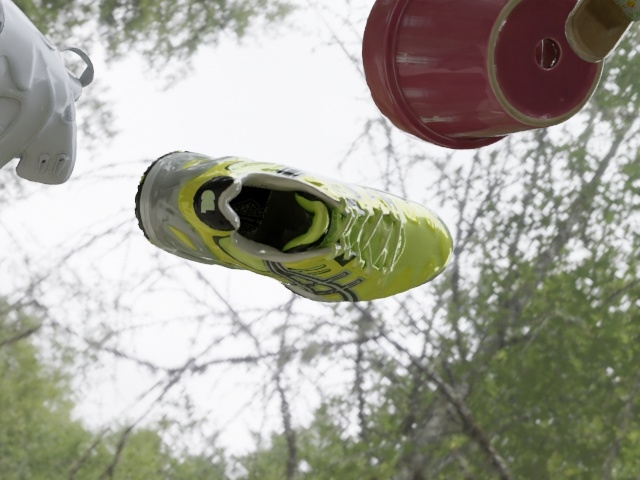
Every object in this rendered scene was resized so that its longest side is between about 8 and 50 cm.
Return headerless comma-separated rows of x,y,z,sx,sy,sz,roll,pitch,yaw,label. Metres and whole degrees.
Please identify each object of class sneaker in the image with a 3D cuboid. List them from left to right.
-0.368,-0.074,0.994,0.137,0.366,0.210,33,1,39,sneaker
0.000,0.000,1.090,0.147,0.384,0.145,12,-87,56,sneaker

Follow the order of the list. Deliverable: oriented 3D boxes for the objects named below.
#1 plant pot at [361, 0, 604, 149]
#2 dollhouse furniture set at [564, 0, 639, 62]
0.166,-0.181,0.991,0.201,0.201,0.180,65,-16,-20,plant pot
0.165,-0.214,0.617,0.242,0.161,0.212,43,-23,-13,dollhouse furniture set
